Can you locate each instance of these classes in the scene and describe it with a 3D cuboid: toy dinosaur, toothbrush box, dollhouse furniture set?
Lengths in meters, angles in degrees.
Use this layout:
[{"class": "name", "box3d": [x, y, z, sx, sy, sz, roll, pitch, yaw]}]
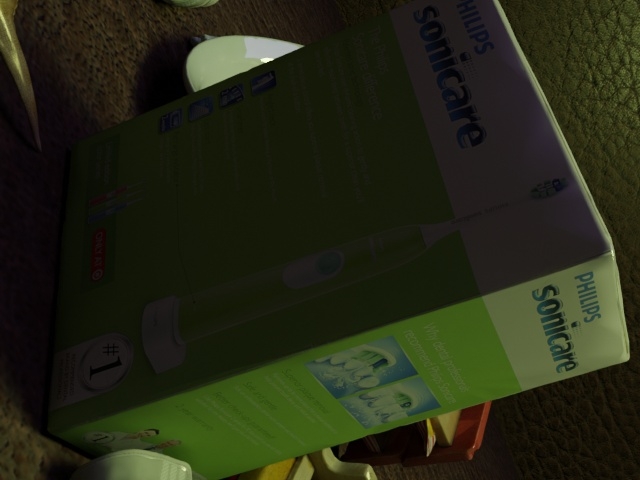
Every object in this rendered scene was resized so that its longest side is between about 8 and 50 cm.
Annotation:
[{"class": "toy dinosaur", "box3d": [-0.186, -0.137, 0.407, 0.092, 0.053, 0.183, -58, 127, -75]}, {"class": "toothbrush box", "box3d": [0.000, 0.000, 0.448, 0.122, 0.283, 0.206, 53, 20, -50]}, {"class": "dollhouse furniture set", "box3d": [0.020, 0.173, 0.665, 0.201, 0.152, 0.374, 66, 31, -19]}]

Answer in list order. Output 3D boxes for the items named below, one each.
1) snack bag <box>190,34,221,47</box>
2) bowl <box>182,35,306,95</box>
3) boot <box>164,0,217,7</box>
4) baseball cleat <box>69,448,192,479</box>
[{"class": "snack bag", "box3d": [-0.039, -0.090, 0.971, 0.323, 0.037, 0.342, -47, 116, -75]}, {"class": "bowl", "box3d": [-0.003, -0.068, 0.732, 0.298, 0.298, 0.134, -89, -161, -57]}, {"class": "boot", "box3d": [-0.166, -0.363, 0.779, 0.123, 0.095, 0.258, -77, 154, -77]}, {"class": "baseball cleat", "box3d": [-0.097, 0.156, 0.335, 0.109, 0.072, 0.206, 58, 7, 9]}]
